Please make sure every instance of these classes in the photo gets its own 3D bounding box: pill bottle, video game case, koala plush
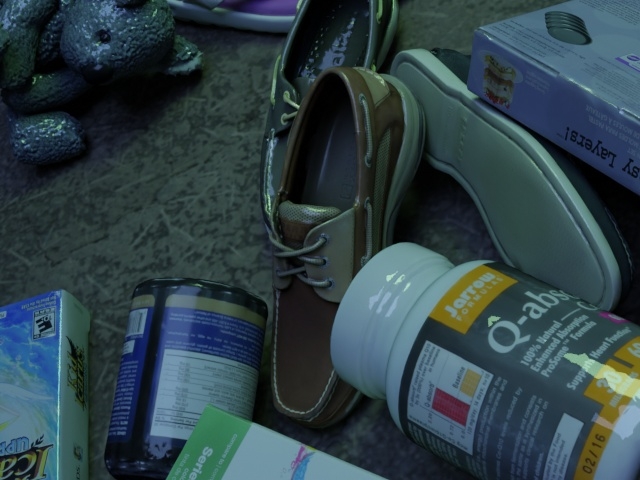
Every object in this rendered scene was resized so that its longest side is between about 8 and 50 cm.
[{"bbox_3d":[-0.119,0.150,1.135,0.123,0.123,0.219,1,73,25],"label":"pill bottle"},{"bbox_3d":[-0.353,0.195,1.266,0.269,0.061,0.244,-18,55,14],"label":"video game case"},{"bbox_3d":[0.152,0.111,1.019,0.278,0.162,0.162,26,73,35],"label":"pill bottle"},{"bbox_3d":[-0.251,-0.222,1.409,0.221,0.196,0.203,-12,46,23],"label":"koala plush"}]

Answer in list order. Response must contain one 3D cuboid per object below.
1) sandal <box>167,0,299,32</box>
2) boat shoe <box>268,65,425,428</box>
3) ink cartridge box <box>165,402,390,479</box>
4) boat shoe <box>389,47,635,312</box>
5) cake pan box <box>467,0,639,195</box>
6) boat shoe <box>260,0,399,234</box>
[{"bbox_3d":[-0.082,-0.315,1.436,0.416,0.102,0.169,1,62,24],"label":"sandal"},{"bbox_3d":[0.000,0.000,1.151,0.123,0.116,0.324,3,80,35],"label":"boat shoe"},{"bbox_3d":[0.004,0.225,1.019,0.212,0.154,0.093,16,68,32],"label":"ink cartridge box"},{"bbox_3d":[0.186,-0.065,1.147,0.113,0.127,0.340,-14,39,-24],"label":"boat shoe"},{"bbox_3d":[0.298,-0.125,1.085,0.246,0.070,0.267,-24,45,-34],"label":"cake pan box"},{"bbox_3d":[0.000,-0.141,1.279,0.109,0.091,0.305,10,72,20],"label":"boat shoe"}]
